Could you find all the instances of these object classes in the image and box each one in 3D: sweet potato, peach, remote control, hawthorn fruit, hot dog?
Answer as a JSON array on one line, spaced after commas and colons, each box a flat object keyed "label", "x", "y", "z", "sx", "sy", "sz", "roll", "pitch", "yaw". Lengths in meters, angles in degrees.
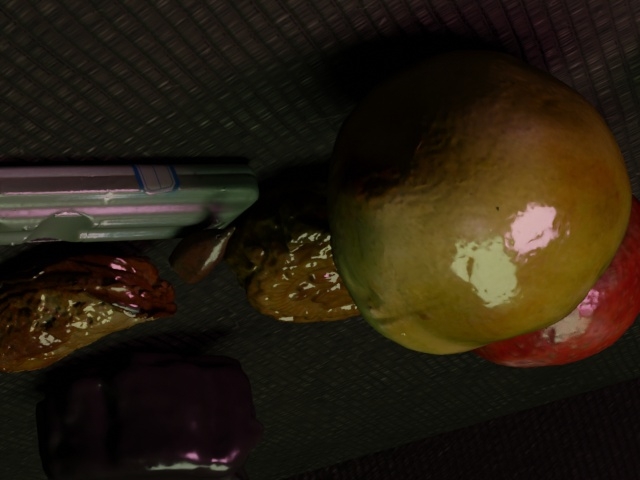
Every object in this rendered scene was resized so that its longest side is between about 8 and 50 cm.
[{"label": "sweet potato", "x": -0.127, "y": 0.009, "z": 1.743, "sx": 0.049, "sy": 0.049, "sz": 0.117, "roll": 1, "pitch": 154, "yaw": -39}, {"label": "peach", "x": 0.162, "y": -0.043, "z": 1.595, "sx": 0.281, "sy": 0.314, "sz": 0.315, "roll": -4, "pitch": 143, "yaw": 44}, {"label": "remote control", "x": -0.233, "y": -0.036, "z": 1.710, "sx": 0.335, "sy": 0.065, "sz": 0.128, "roll": -3, "pitch": 162, "yaw": -32}, {"label": "hawthorn fruit", "x": 0.255, "y": 0.032, "z": 1.913, "sx": 0.287, "sy": 0.287, "sz": 0.330, "roll": -9, "pitch": 155, "yaw": -15}, {"label": "hot dog", "x": -0.311, "y": 0.078, "z": 1.931, "sx": 0.259, "sy": 0.114, "sz": 0.175, "roll": -21, "pitch": 166, "yaw": 26}]

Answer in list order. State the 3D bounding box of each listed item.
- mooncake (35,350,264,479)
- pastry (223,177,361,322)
[{"label": "mooncake", "x": -0.266, "y": 0.300, "z": 2.471, "sx": 0.351, "sy": 0.212, "sz": 0.381, "roll": -2, "pitch": 162, "yaw": -20}, {"label": "pastry", "x": 0.000, "y": 0.000, "z": 1.898, "sx": 0.240, "sy": 0.132, "sz": 0.235, "roll": -10, "pitch": 152, "yaw": -5}]
